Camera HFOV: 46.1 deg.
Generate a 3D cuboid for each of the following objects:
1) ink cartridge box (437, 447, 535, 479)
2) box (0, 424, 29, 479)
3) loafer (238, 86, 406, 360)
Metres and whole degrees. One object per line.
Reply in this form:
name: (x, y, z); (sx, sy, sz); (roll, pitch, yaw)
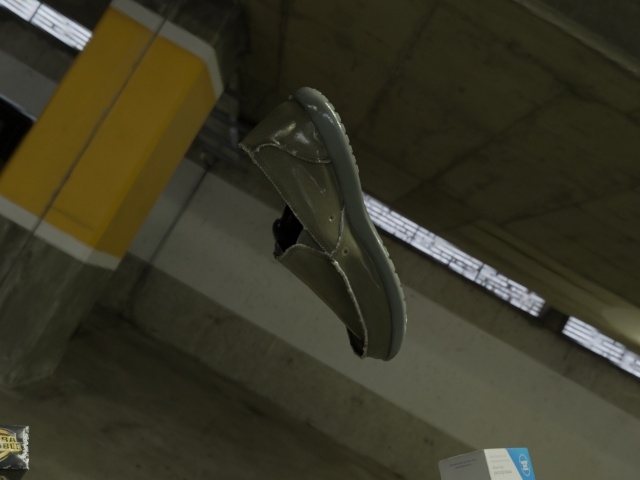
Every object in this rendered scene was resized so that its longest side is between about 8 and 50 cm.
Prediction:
ink cartridge box: (0.242, 0.396, 0.987); (0.078, 0.231, 0.134); (-26, -26, 33)
box: (-0.579, 0.335, 1.009); (0.293, 0.295, 0.073); (10, 48, -32)
loafer: (0.000, 0.000, 0.638); (0.251, 0.087, 0.094); (69, -10, -19)
